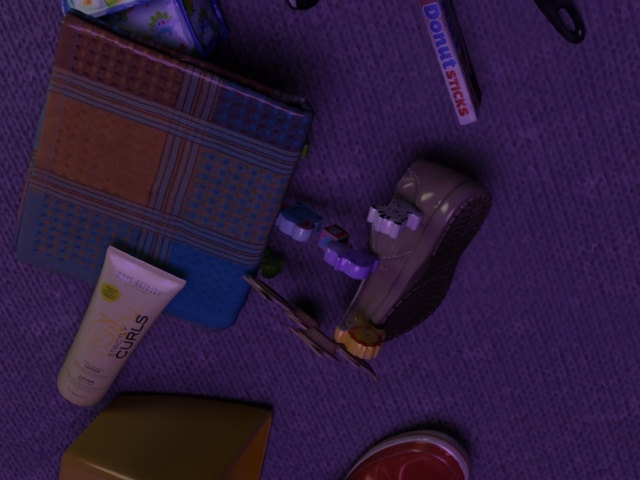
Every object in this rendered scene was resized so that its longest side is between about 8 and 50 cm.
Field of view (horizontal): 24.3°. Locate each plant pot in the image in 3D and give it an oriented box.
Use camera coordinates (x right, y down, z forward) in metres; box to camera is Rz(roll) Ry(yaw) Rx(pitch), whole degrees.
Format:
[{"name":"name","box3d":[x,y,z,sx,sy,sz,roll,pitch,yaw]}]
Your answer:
[{"name":"plant pot","box3d":[-0.195,0.300,1.750,0.187,0.212,0.212,20,121,14]}]

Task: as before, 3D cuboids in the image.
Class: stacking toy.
[{"name":"stacking toy","box3d":[0.000,0.000,1.570,0.221,0.052,0.167,35,125,30]}]

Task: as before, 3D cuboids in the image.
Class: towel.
[{"name":"towel","box3d":[-0.174,-0.060,1.572,0.271,0.040,0.370,21,137,-2]}]

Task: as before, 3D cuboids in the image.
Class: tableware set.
[{"name":"tableware set","box3d":[-0.011,0.098,1.617,0.020,0.141,0.169,-51,146,0]}]

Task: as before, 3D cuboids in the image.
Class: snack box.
[{"name":"snack box","box3d":[0.124,-0.207,1.481,0.022,0.064,0.178,-13,116,18]}]

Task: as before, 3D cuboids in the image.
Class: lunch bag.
[{"name":"lunch bag","box3d":[-0.184,-0.243,1.496,0.129,0.096,0.151,-12,113,22]}]

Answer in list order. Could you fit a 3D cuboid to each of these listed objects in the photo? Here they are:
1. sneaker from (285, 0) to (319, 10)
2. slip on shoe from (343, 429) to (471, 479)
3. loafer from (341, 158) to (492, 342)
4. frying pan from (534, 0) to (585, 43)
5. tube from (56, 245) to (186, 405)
[{"name":"sneaker","box3d":[0.010,-0.349,1.403,0.124,0.107,0.283,-4,125,-4]},{"name":"slip on shoe","box3d":[0.048,0.341,1.780,0.331,0.101,0.123,-38,105,24]},{"name":"loafer","box3d":[0.092,0.014,1.597,0.092,0.102,0.268,53,133,24]},{"name":"frying pan","box3d":[0.168,-0.337,1.406,0.326,0.053,0.197,21,105,-31]},{"name":"tube","box3d":[-0.237,0.099,1.686,0.070,0.062,0.240,-7,146,-37]}]
